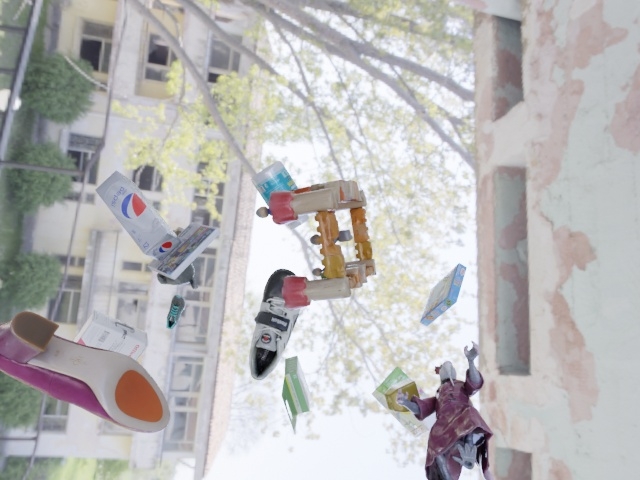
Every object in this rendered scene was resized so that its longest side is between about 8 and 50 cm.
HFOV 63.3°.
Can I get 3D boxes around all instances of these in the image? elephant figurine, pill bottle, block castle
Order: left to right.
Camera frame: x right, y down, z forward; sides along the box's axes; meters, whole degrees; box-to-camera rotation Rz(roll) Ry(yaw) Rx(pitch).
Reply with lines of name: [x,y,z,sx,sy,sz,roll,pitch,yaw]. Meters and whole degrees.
elephant figurine: [-0.590,0.070,2.033,0.239,0.186,0.169,92,-9,-55]
pill bottle: [-0.152,-0.177,2.092,0.264,0.146,0.146,57,-8,-12]
block castle: [0.000,0.000,1.427,0.453,0.212,0.303,-17,98,-73]

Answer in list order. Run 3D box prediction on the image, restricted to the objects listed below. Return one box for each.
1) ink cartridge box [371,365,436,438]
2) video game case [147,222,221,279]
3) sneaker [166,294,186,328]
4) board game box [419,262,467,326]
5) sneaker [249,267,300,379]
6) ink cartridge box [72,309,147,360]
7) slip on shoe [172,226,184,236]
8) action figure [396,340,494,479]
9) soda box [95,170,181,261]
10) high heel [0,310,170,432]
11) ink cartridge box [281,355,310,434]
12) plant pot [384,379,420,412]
ink cartridge box: [0.412,0.754,2.323,0.353,0.119,0.207,43,-28,15]
video game case: [-0.420,0.027,1.595,0.183,0.023,0.201,11,-127,50]
sneaker: [-0.606,0.303,2.163,0.076,0.065,0.166,-83,-170,-60]
board game box: [0.433,0.194,1.842,0.160,0.039,0.211,-62,-178,-36]
sneaker: [-0.130,0.248,1.489,0.146,0.122,0.331,-85,-172,-82]
ink cartridge box: [-0.765,0.373,1.891,0.158,0.218,0.092,-52,-151,8]
slip on shoe: [-0.498,-0.016,1.825,0.135,0.051,0.041,-5,-125,55]
action figure: [0.360,0.445,1.330,0.248,0.276,0.370,-31,-164,21]
soda box: [-0.540,-0.073,1.539,0.286,0.091,0.098,47,-2,21]
high heel: [-0.483,0.280,1.043,0.181,0.377,0.127,-29,-156,35]
ink cartridge box: [-0.084,0.539,1.826,0.235,0.056,0.171,-97,171,-73]
plant pot: [0.236,0.462,1.522,0.081,0.083,0.081,139,-64,-71]
